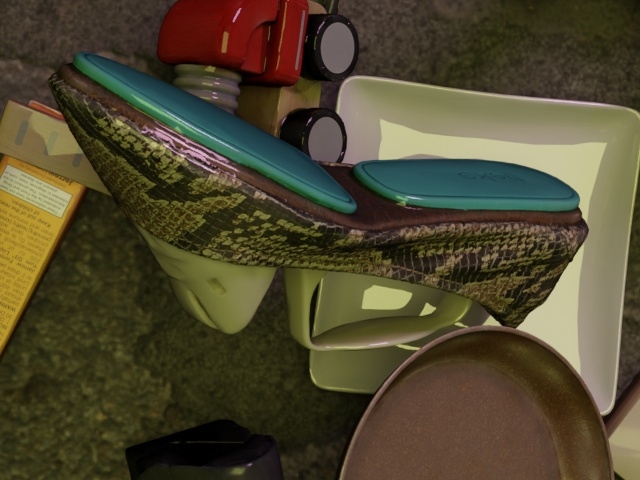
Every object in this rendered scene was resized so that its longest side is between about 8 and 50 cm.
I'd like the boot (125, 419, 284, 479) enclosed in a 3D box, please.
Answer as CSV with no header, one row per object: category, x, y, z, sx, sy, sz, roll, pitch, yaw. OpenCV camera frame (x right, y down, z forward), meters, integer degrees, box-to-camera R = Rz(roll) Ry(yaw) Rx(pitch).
boot,-0.025,0.375,1.125,0.146,0.367,0.445,-4,90,-34

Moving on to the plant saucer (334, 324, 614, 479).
plant saucer,0.121,0.223,1.192,0.310,0.050,0.310,-1,92,-37

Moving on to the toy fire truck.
toy fire truck,-0.114,-0.106,1.173,0.246,0.158,0.217,8,89,-49

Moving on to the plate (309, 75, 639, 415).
plate,0.137,0.006,1.289,0.278,0.045,0.277,6,90,-7

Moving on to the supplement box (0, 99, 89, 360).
supplement box,-0.262,0.002,1.228,0.080,0.078,0.233,25,87,-6

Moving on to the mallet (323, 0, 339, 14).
mallet,0.032,-0.292,1.287,0.039,0.062,0.189,15,103,-5

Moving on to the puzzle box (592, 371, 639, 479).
puzzle box,0.469,0.117,1.323,0.272,0.052,0.409,40,86,-4

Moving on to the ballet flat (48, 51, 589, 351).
ballet flat,0.000,0.000,1.109,0.483,0.164,0.182,11,109,-34
